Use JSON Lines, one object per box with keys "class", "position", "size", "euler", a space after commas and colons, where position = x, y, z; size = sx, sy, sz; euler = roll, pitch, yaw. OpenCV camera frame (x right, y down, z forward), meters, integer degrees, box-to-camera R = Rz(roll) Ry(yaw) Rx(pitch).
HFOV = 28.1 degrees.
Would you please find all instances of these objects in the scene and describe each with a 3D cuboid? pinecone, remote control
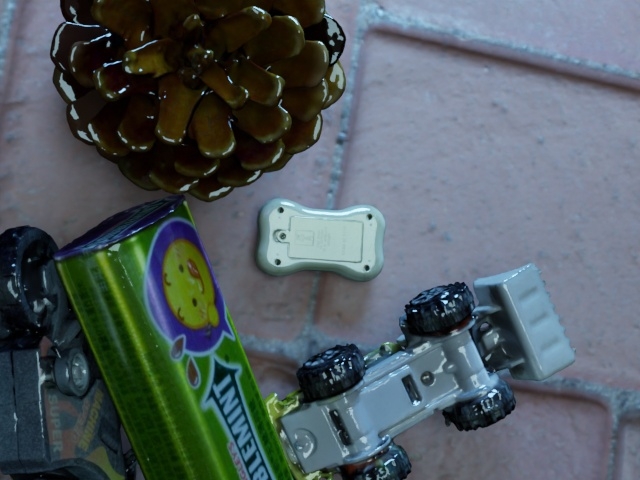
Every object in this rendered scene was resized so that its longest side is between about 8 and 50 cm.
{"class": "pinecone", "position": [-0.103, -0.160, 1.073], "size": [0.264, 0.264, 0.264], "euler": [1, 85, -12]}
{"class": "remote control", "position": [0.000, 0.000, 1.194], "size": [0.122, 0.032, 0.074], "euler": [5, 85, -11]}

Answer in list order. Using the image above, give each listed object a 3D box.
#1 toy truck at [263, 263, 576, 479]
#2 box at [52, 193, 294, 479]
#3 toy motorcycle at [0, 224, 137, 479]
{"class": "toy truck", "position": [0.085, 0.124, 1.163], "size": [0.286, 0.111, 0.136], "euler": [-26, 98, -15]}
{"class": "box", "position": [-0.101, 0.144, 1.056], "size": [0.097, 0.134, 0.345], "euler": [-14, 104, 24]}
{"class": "toy motorcycle", "position": [-0.220, 0.140, 1.073], "size": [0.108, 0.173, 0.307], "euler": [-7, 81, 16]}
